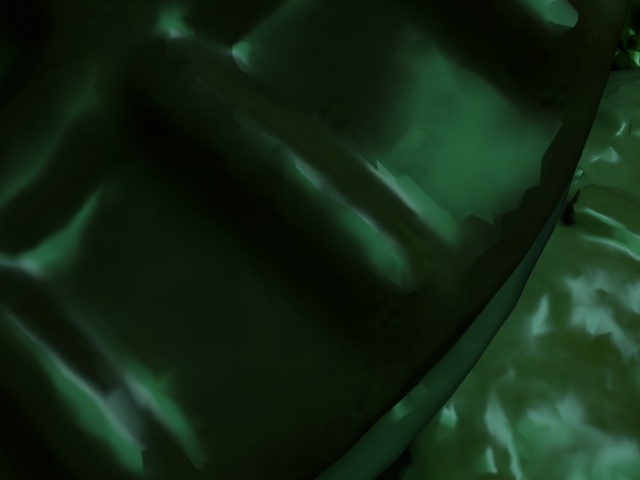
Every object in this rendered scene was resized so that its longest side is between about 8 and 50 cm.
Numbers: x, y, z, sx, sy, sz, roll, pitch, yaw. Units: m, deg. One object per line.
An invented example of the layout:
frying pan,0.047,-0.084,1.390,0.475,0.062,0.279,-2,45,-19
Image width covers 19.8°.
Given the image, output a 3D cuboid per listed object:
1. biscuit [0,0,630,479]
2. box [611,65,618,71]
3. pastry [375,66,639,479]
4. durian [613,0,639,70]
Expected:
biscuit,-0.069,-0.094,0.390,0.268,0.115,0.366,-11,74,0
box,0.096,-0.090,0.653,0.212,0.042,0.201,26,51,-28
pastry,0.121,0.101,0.491,0.329,0.136,0.330,20,55,-31
durian,0.119,-0.143,0.589,0.137,0.095,0.221,19,51,-56
